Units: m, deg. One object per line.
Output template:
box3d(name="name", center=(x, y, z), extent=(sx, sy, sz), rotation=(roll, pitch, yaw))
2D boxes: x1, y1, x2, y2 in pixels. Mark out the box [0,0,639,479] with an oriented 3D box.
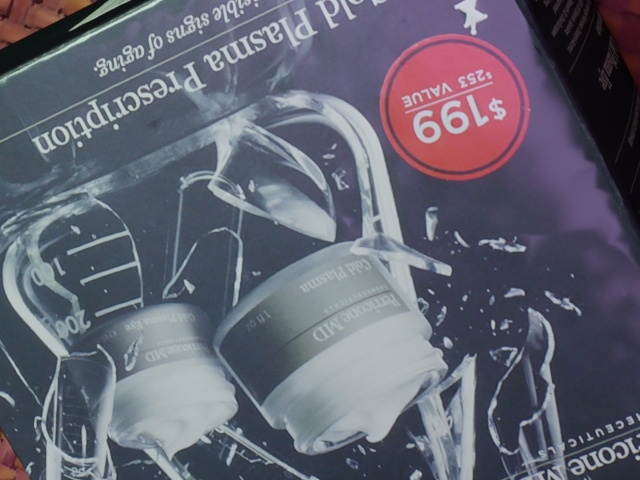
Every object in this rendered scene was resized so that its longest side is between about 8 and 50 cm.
box3d(name="box", center=(0.000, 0.000, 0.974), extent=(0.343, 0.179, 0.312), rotation=(-24, 103, 20))
